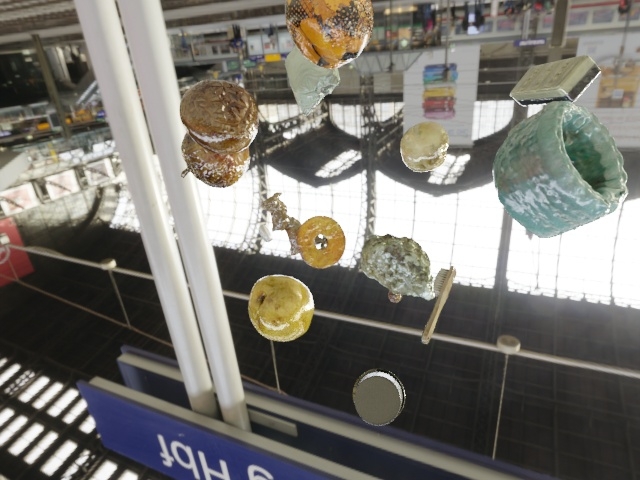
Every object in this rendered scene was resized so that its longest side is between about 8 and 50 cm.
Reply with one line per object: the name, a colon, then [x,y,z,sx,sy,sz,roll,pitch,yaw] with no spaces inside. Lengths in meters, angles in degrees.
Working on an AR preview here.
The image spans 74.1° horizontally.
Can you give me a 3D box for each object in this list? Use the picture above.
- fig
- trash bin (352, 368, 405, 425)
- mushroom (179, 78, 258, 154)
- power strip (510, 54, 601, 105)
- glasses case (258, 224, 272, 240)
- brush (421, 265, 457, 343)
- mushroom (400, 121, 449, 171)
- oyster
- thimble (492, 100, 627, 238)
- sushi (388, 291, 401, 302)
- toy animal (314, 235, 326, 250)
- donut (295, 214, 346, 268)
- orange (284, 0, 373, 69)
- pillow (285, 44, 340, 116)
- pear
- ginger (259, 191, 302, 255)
fig: [-0.472,-0.321,1.746,0.368,0.286,0.286,-27,-170,37]
trash bin: [0.232,0.627,1.707,0.214,0.214,0.334,0,163,11]
mushroom: [-0.317,-0.396,1.337,0.253,0.253,0.153,-20,169,-27]
power strip: [0.619,-0.426,1.149,0.105,0.070,0.257,-50,-168,9]
glasses case: [-0.259,-0.030,2.013,0.049,0.076,0.197,-29,180,-4]
brush: [0.432,0.233,1.598,0.065,0.070,0.328,14,-116,30]
mushroom: [0.302,-0.271,1.230,0.148,0.148,0.112,12,-175,31]
oyster: [0.167,0.051,0.899,0.177,0.125,0.064,16,-178,24]
thimble: [0.426,-0.132,0.769,0.198,0.235,0.143,-3,161,-28]
sushi: [0.351,0.263,1.977,0.060,0.062,0.118,10,-178,22]
toy animal: [-0.015,0.010,2.450,0.214,0.094,0.186,-17,-170,25]
donut: [0.000,0.000,1.197,0.151,0.152,0.058,-8,-170,-5]
orange: [0.020,-0.546,1.050,0.182,0.234,0.234,-53,-143,-2]
pillow: [-0.042,-0.727,1.824,0.138,0.310,0.283,-8,168,-39]
pear: [-0.180,0.310,1.941,0.314,0.315,0.314,-4,-154,2]
ginger: [-0.134,-0.057,1.693,0.084,0.290,0.122,6,-135,45]
